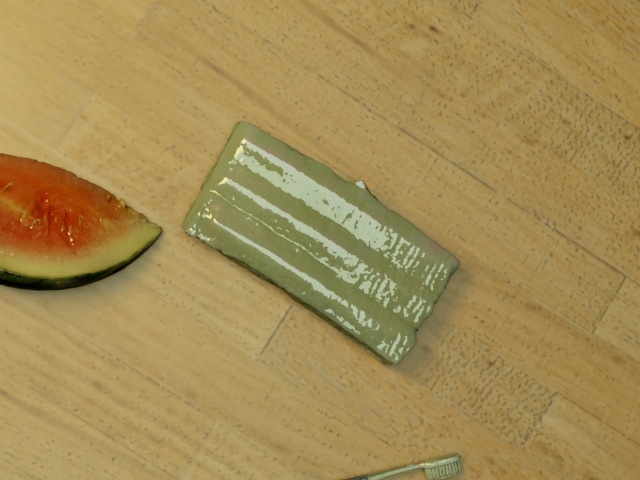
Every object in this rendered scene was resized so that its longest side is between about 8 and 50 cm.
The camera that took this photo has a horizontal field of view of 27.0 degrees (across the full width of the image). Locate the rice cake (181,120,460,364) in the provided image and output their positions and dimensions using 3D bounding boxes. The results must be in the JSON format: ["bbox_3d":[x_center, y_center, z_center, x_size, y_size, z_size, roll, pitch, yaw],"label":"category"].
[{"bbox_3d":[0.000,0.000,1.185,0.237,0.043,0.127,32,81,-5],"label":"rice cake"}]

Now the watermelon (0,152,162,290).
[{"bbox_3d":[-0.264,-0.019,1.149,0.245,0.063,0.119,20,70,-5],"label":"watermelon"}]

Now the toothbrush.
[{"bbox_3d":[0.021,0.222,1.187,0.220,0.016,0.019,-11,96,-9],"label":"toothbrush"}]
